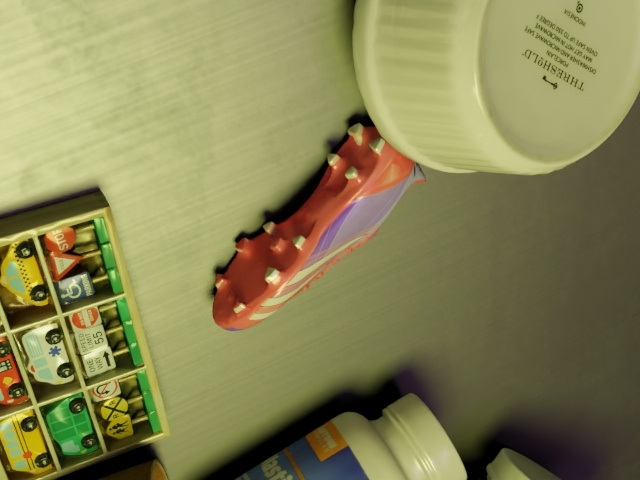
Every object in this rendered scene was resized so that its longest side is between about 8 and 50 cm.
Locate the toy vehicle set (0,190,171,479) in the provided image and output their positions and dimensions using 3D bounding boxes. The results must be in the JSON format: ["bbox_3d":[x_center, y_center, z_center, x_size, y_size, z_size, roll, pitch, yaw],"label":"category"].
[{"bbox_3d":[-0.244,0.098,0.898,0.166,0.035,0.267,-19,124,-16],"label":"toy vehicle set"}]

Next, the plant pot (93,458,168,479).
[{"bbox_3d":[-0.260,0.347,0.934,0.254,0.237,0.237,-9,122,-4],"label":"plant pot"}]

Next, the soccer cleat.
[{"bbox_3d":[0.000,0.000,0.942,0.248,0.083,0.095,-49,131,2],"label":"soccer cleat"}]

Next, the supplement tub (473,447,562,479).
[{"bbox_3d":[0.206,0.438,1.179,0.235,0.235,0.325,32,94,-36],"label":"supplement tub"}]

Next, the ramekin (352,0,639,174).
[{"bbox_3d":[0.172,-0.181,0.862,0.273,0.127,0.273,-12,112,-31],"label":"ramekin"}]

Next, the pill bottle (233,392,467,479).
[{"bbox_3d":[0.013,0.278,1.054,0.272,0.152,0.152,-31,126,-8],"label":"pill bottle"}]
